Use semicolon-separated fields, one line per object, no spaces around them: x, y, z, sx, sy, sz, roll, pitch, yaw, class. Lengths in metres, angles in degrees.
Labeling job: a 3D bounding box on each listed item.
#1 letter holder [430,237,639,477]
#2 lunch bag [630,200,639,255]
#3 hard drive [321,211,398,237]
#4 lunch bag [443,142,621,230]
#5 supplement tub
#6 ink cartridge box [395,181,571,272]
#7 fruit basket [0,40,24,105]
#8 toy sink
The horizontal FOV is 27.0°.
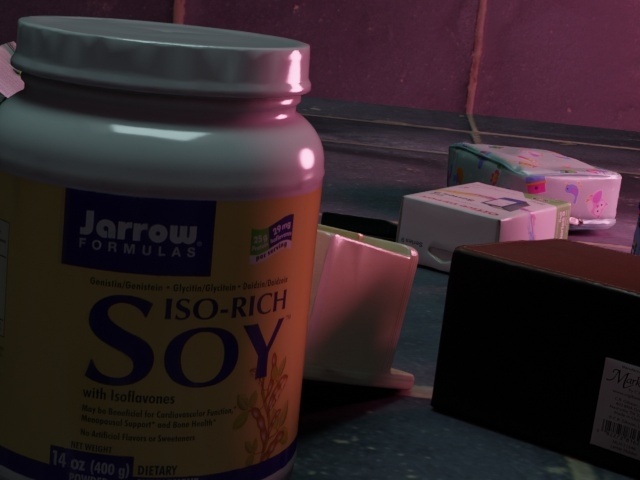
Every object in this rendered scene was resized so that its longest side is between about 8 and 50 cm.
0.288;0.101;1.187;0.302;0.152;0.214;15;13;36;letter holder
0.451;-0.019;1.628;0.138;0.221;0.293;5;13;-4;lunch bag
0.059;-0.020;1.851;0.094;0.022;0.135;8;0;11;hard drive
0.344;-0.085;2.145;0.224;0.108;0.279;4;13;-23;lunch bag
-0.123;0.015;0.957;0.241;0.331;0.241;5;13;-1;supplement tub
0.222;-0.014;1.807;0.154;0.093;0.212;15;17;34;ink cartridge box
-0.316;-0.131;1.751;0.327;0.165;0.353;41;11;-11;fruit basket
-0.012;0.048;1.189;0.152;0.131;0.234;14;-2;31;toy sink
